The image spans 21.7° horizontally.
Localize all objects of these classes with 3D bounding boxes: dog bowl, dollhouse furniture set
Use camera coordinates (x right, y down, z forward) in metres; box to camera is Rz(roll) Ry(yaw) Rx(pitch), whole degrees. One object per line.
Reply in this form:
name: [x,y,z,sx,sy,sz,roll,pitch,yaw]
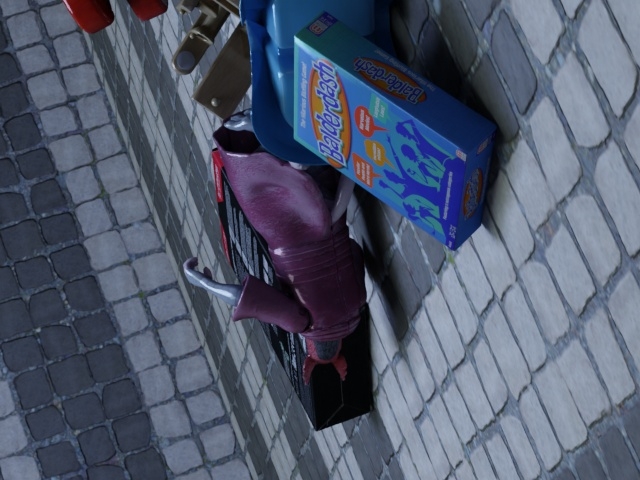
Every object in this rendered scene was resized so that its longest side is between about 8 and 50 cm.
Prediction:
dog bowl: [0.001,-0.207,1.671,0.297,0.165,0.074,86,173,-47]
dollhouse furniture set: [-0.124,-0.240,2.073,0.144,0.123,0.151,34,171,-16]

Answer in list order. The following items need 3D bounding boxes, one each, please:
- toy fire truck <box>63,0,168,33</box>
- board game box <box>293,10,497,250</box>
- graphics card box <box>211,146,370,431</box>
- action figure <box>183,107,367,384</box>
toy fire truck: [-0.280,-0.426,2.119,0.302,0.169,0.254,57,-169,-29]
board game box: [0.066,-0.103,1.587,0.210,0.047,0.160,36,153,22]
graphics card box: [-0.043,0.055,2.334,0.233,0.094,0.371,86,162,-46]
action figure: [0.000,0.000,1.998,0.275,0.248,0.370,4,113,47]
